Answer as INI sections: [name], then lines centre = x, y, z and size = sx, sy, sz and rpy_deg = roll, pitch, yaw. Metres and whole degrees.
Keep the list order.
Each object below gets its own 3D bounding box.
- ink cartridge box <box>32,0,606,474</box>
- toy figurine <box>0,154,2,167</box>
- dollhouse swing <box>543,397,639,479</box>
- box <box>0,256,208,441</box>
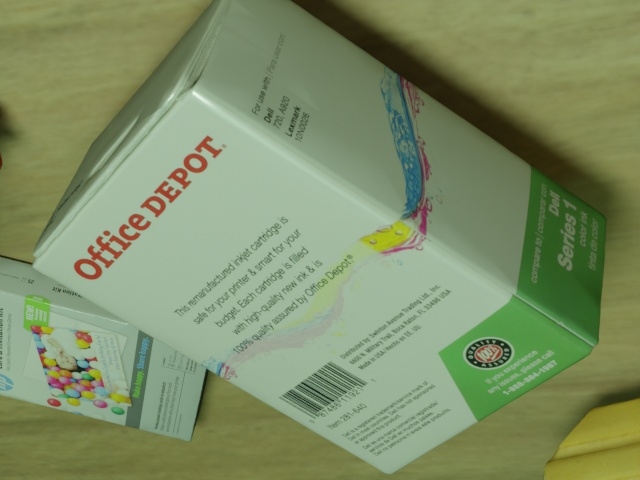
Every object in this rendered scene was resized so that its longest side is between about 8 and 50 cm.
[ink cartridge box]
centre = 0.000, 0.000, 0.808
size = 0.278, 0.117, 0.201
rpy_deg = 32, 136, -17
[toy figurine]
centre = -0.336, -0.038, 0.845
size = 0.148, 0.209, 0.213
rpy_deg = -20, 129, 39
[dollhouse swing]
centre = 0.248, 0.138, 0.789
size = 0.305, 0.347, 0.315
rpy_deg = -6, 136, 21
[box]
centre = -0.182, 0.089, 1.078
size = 0.186, 0.038, 0.145
rpy_deg = 15, 139, -2
